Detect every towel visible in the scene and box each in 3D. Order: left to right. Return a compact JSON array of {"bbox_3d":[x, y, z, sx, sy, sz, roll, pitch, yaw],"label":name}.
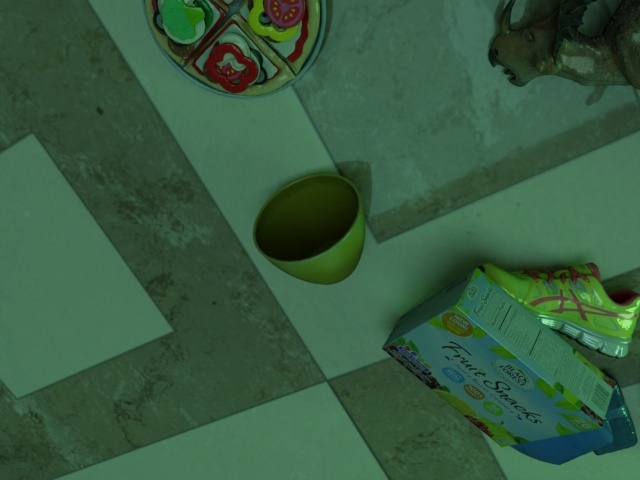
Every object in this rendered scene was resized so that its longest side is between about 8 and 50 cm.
[{"bbox_3d":[0.384,0.235,0.760,0.067,0.029,0.119,-22,108,19],"label":"towel"}]

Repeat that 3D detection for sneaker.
[{"bbox_3d":[0.291,0.061,0.678,0.209,0.081,0.094,22,105,-6],"label":"sneaker"}]

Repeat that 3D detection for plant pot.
[{"bbox_3d":[0.000,0.000,0.671,0.134,0.134,0.095,-16,136,15],"label":"plant pot"}]

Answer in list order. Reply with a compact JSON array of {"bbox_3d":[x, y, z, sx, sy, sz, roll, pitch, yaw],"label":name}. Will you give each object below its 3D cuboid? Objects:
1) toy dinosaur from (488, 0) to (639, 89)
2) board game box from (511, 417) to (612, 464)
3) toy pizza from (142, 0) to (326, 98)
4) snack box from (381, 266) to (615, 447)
[{"bbox_3d":[0.328,-0.223,0.520,0.296,0.127,0.200,-39,96,16],"label":"toy dinosaur"},{"bbox_3d":[0.310,0.239,0.763,0.133,0.033,0.168,37,137,5],"label":"board game box"},{"bbox_3d":[-0.095,-0.242,0.593,0.202,0.032,0.201,4,129,5],"label":"toy pizza"},{"bbox_3d":[0.204,0.149,0.671,0.207,0.070,0.174,39,146,-2],"label":"snack box"}]
